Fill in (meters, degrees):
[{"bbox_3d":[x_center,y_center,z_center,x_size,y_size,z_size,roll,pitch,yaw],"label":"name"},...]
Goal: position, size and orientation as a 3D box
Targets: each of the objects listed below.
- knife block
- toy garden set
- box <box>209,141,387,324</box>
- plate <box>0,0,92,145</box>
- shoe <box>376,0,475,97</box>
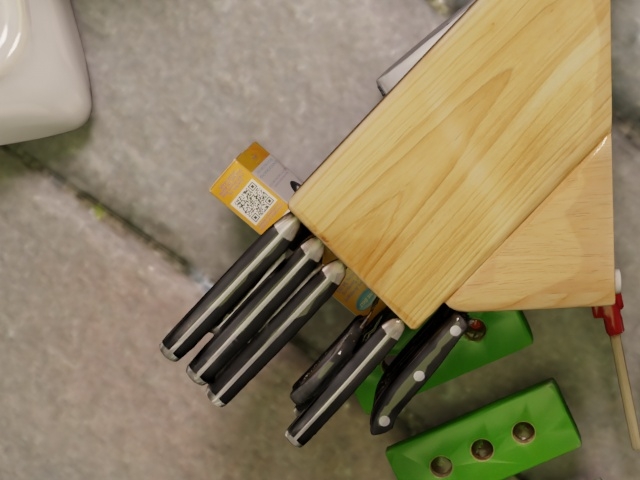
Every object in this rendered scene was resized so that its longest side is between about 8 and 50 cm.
[{"bbox_3d":[0.034,-0.033,1.015,0.242,0.088,0.275,-1,97,3],"label":"knife block"},{"bbox_3d":[0.154,0.127,1.129,0.204,0.049,0.244,-24,99,12],"label":"toy garden set"},{"bbox_3d":[0.000,0.000,1.108,0.136,0.081,0.028,42,102,-2],"label":"box"},{"bbox_3d":[-0.275,-0.172,1.050,0.278,0.045,0.277,-14,94,-24],"label":"plate"},{"bbox_3d":[0.122,-0.114,1.086,0.178,0.063,0.081,-39,96,16],"label":"shoe"}]
